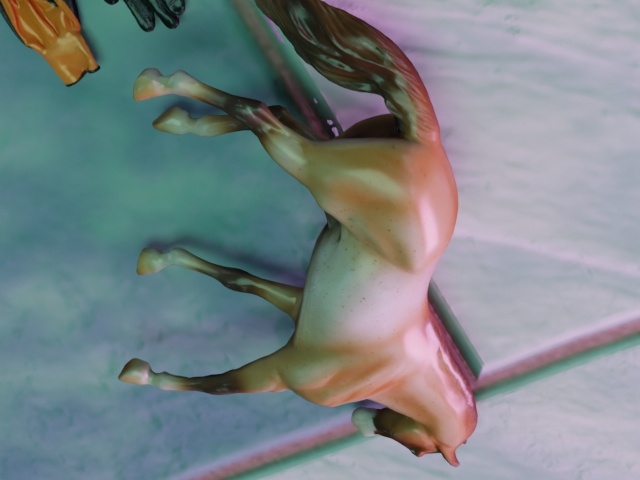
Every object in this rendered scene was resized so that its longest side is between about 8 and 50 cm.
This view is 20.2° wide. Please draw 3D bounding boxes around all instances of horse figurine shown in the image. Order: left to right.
[{"bbox_3d":[0.000,0.000,0.820,0.174,0.066,0.263,13,126,7],"label":"horse figurine"}]

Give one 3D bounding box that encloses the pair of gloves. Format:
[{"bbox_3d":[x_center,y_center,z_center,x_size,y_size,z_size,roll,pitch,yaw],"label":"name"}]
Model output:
[{"bbox_3d":[-0.104,-0.113,0.793,0.083,0.010,0.074,-27,114,20],"label":"pair of gloves"}]
